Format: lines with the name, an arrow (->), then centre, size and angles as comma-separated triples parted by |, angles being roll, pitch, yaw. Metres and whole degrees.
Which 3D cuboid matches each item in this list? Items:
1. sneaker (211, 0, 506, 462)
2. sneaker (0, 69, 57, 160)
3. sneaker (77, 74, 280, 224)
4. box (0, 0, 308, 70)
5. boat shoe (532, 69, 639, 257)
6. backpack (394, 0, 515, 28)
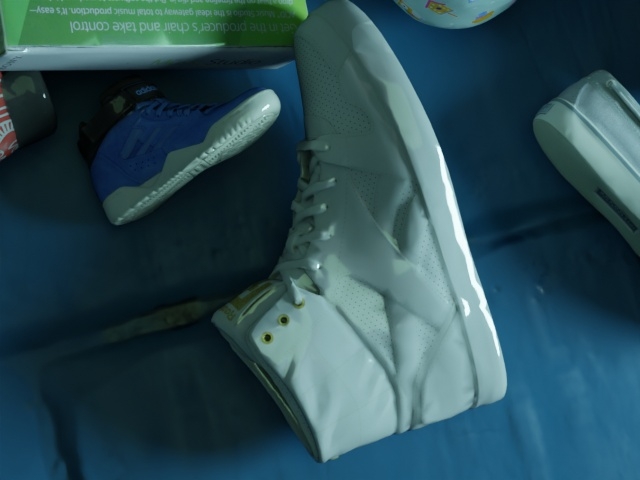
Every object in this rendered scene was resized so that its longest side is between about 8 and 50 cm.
sneaker -> 0.000, 0.000, 0.988 | 0.169, 0.108, 0.293 | -21, 95, -14
sneaker -> -0.293, -0.162, 0.978 | 0.145, 0.090, 0.270 | -27, 89, -16
sneaker -> -0.100, -0.080, 0.989 | 0.058, 0.152, 0.085 | -17, 77, -57
box -> -0.138, -0.272, 1.001 | 0.232, 0.058, 0.322 | -5, 80, -35
boat shoe -> 0.253, -0.029, 1.067 | 0.081, 0.079, 0.227 | -42, 88, -10
backpack -> 0.089, -0.249, 1.040 | 0.166, 0.144, 0.188 | -41, 93, -19
